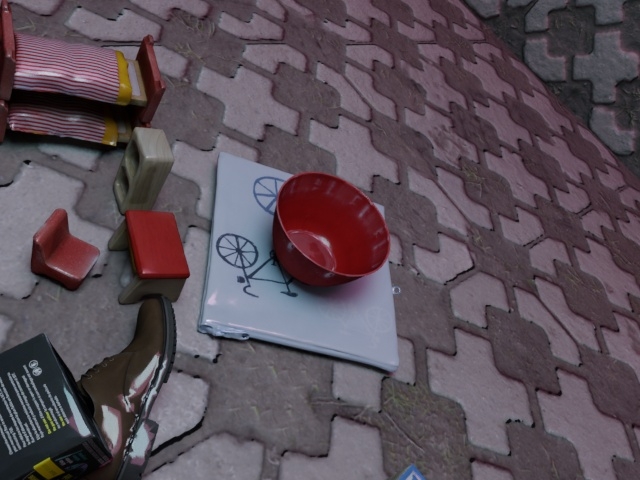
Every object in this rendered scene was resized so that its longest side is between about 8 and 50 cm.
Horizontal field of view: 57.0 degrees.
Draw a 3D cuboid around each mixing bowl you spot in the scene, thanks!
[{"bbox_3d":[0.000,0.000,0.860,0.182,0.098,0.181,18,47,-21],"label":"mixing bowl"}]

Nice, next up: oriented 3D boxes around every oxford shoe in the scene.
[{"bbox_3d":[-0.214,0.147,0.636,0.096,0.082,0.227,21,43,-17],"label":"oxford shoe"}]

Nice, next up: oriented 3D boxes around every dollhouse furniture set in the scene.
[{"bbox_3d":[-0.296,-0.111,0.756,0.202,0.152,0.373,1,53,-36],"label":"dollhouse furniture set"}]

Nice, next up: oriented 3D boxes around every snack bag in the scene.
[{"bbox_3d":[-0.021,0.032,0.919,0.323,0.037,0.342,17,48,-23],"label":"snack bag"}]

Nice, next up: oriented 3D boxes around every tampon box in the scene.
[{"bbox_3d":[-0.278,0.176,0.494,0.161,0.120,0.101,-27,70,-23],"label":"tampon box"}]

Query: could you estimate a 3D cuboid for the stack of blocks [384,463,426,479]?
[{"bbox_3d":[0.130,0.422,0.629,0.297,0.087,0.171,50,42,13],"label":"stack of blocks"}]
